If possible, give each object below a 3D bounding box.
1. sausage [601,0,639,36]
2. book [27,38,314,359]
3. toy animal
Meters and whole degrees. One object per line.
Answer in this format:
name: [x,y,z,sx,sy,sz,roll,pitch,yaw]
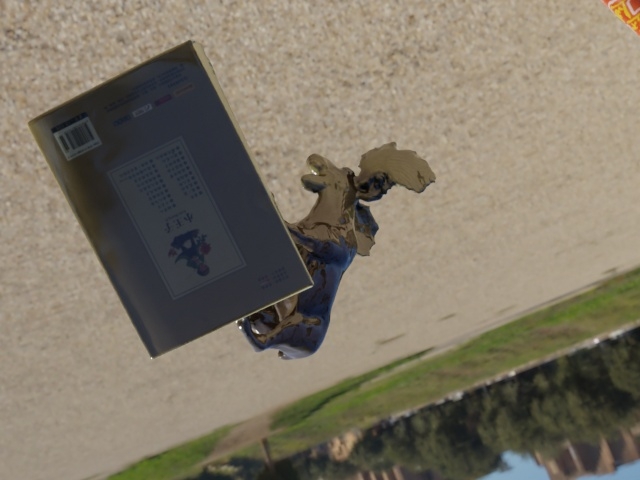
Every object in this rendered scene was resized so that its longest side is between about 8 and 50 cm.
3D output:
sausage: [0.270,-0.211,0.791,0.048,0.145,0.050,-41,150,13]
book: [-0.107,-0.027,0.668,0.138,0.199,0.016,-24,-171,7]
toy animal: [0.000,0.000,0.796,0.186,0.214,0.093,19,174,-39]
